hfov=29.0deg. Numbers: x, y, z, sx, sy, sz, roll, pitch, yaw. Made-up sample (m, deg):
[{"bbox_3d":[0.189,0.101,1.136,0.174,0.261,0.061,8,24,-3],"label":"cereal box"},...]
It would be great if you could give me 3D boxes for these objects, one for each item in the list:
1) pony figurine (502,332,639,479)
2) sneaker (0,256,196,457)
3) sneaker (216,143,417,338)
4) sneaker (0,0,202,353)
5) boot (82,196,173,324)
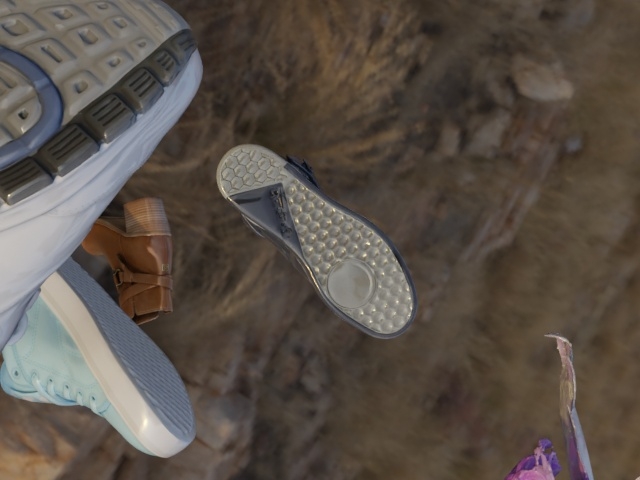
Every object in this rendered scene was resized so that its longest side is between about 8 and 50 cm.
[{"bbox_3d":[0.231,0.279,1.061,0.363,0.303,0.351,-16,100,-16],"label":"pony figurine"},{"bbox_3d":[-0.276,0.146,1.399,0.150,0.366,0.135,-51,141,6],"label":"sneaker"},{"bbox_3d":[0.001,-0.002,1.175,0.086,0.226,0.163,-45,180,-1],"label":"sneaker"},{"bbox_3d":[-0.172,0.001,0.559,0.297,0.111,0.129,-40,152,-2],"label":"sneaker"},{"bbox_3d":[-0.257,0.039,1.619,0.073,0.197,0.152,-2,78,-35],"label":"boot"}]
